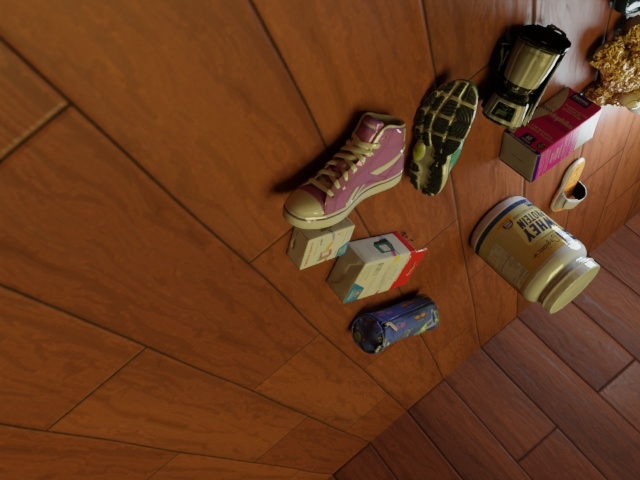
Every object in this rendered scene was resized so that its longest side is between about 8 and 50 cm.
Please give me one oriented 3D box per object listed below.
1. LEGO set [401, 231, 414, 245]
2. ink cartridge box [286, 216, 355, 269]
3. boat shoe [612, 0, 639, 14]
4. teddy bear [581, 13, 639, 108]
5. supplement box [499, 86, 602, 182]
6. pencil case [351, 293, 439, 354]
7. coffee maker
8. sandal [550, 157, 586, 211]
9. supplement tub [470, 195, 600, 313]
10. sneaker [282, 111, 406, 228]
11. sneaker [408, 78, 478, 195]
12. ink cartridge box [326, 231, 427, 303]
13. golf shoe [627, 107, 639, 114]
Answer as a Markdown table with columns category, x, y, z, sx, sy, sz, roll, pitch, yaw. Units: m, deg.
| category | x | y | z | sx | sy | sz | roll | pitch | yaw |
| --- | --- | --- | --- | --- | --- | --- | --- | --- | --- |
| LEGO set | 0.215 | 0.006 | 1.410 | 0.054 | 0.023 | 0.083 | -31 | 135 | -21 |
| ink cartridge box | 0.000 | 0.000 | 1.123 | 0.123 | 0.052 | 0.088 | -18 | 142 | -32 |
| boat shoe | 0.766 | -0.579 | 1.208 | 0.258 | 0.089 | 0.109 | -35 | 149 | -10 |
| teddy bear | 0.787 | -0.435 | 1.398 | 0.245 | 0.113 | 0.338 | -36 | 149 | -4 |
| supplement box | 0.577 | -0.267 | 1.373 | 0.220 | 0.111 | 0.114 | -35 | 148 | -12 |
| pencil case | 0.232 | 0.245 | 1.631 | 0.306 | 0.119 | 0.133 | -11 | 161 | -42 |
| coffee maker | 0.422 | -0.331 | 1.109 | 0.171 | 0.120 | 0.178 | -18 | 143 | -35 |
| sandal | 0.858 | -0.167 | 1.854 | 0.102 | 0.076 | 0.265 | -34 | 149 | -13 |
| supplement tub | 0.637 | 0.041 | 1.633 | 0.228 | 0.316 | 0.228 | -29 | 148 | -21 |
| sneaker | 0.045 | -0.139 | 0.962 | 0.282 | 0.102 | 0.161 | -35 | 147 | -32 |
| sneaker | 0.251 | -0.217 | 1.112 | 0.110 | 0.107 | 0.275 | -46 | 161 | -33 |
| ink cartridge box | 0.141 | 0.060 | 1.333 | 0.231 | 0.078 | 0.134 | -11 | 138 | -41 |
| golf shoe | 1.006 | -0.504 | 1.559 | 0.306 | 0.115 | 0.140 | -51 | 145 | 14 |
